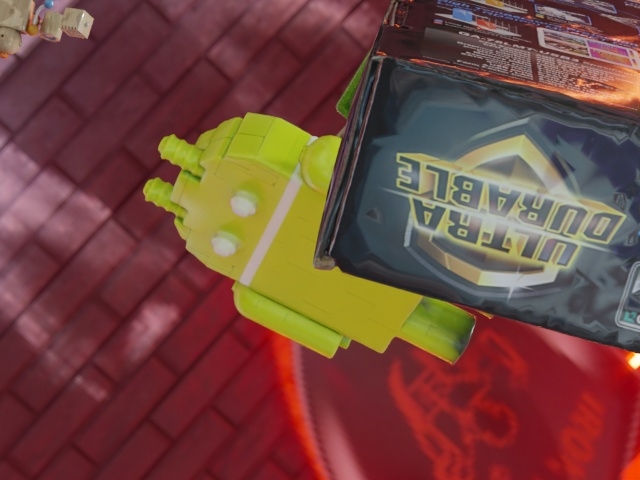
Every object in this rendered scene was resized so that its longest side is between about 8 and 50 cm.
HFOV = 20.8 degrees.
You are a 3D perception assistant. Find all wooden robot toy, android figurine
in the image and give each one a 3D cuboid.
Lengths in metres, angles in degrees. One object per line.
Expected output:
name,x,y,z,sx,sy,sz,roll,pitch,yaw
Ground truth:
wooden robot toy,-0.369,-0.256,2.138,0.076,0.173,0.079,76,27,-75
android figurine,0.000,0.000,1.284,0.056,0.273,0.248,-67,-175,-32

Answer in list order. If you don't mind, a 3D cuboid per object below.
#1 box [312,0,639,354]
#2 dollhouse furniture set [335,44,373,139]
box,0.158,-0.024,0.592,0.293,0.296,0.073,-74,178,-74
dollhouse furniture set,0.087,-0.072,1.487,0.197,0.151,0.301,-50,175,-47
